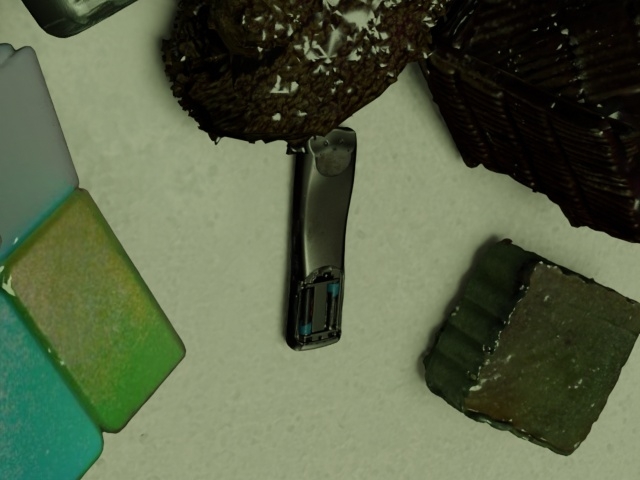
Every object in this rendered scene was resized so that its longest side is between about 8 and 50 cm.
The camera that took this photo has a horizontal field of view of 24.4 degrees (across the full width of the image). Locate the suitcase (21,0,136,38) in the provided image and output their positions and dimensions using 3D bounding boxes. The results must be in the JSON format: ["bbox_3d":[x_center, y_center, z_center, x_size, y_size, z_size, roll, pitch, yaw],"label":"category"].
[{"bbox_3d":[-0.089,-0.266,0.999,0.312,0.202,0.128,-31,112,0],"label":"suitcase"}]

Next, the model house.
[{"bbox_3d":[0.249,-0.145,1.325,0.283,0.297,0.317,-21,144,14],"label":"model house"}]

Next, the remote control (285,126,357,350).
[{"bbox_3d":[0.000,0.000,1.317,0.059,0.028,0.212,-9,116,-27],"label":"remote control"}]

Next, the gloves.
[{"bbox_3d":[0.005,-0.204,1.162,0.210,0.135,0.312,22,100,-38],"label":"gloves"}]

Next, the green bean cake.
[{"bbox_3d":[0.207,0.104,1.451,0.181,0.094,0.173,22,98,-36],"label":"green bean cake"}]

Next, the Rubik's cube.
[{"bbox_3d":[-0.300,0.060,0.977,0.387,0.358,0.368,-11,75,-28],"label":"Rubik's cube"}]
